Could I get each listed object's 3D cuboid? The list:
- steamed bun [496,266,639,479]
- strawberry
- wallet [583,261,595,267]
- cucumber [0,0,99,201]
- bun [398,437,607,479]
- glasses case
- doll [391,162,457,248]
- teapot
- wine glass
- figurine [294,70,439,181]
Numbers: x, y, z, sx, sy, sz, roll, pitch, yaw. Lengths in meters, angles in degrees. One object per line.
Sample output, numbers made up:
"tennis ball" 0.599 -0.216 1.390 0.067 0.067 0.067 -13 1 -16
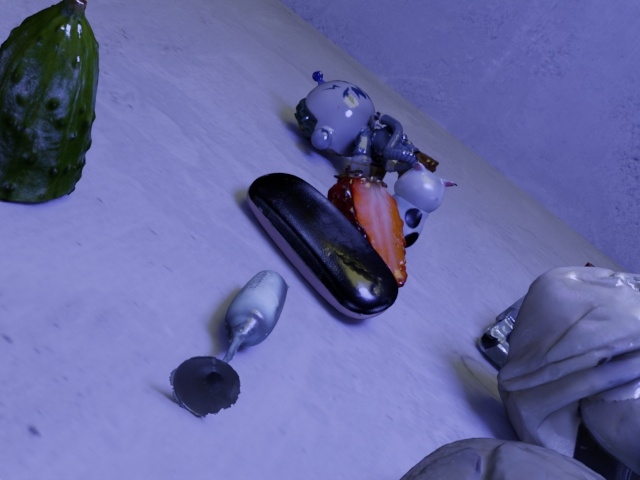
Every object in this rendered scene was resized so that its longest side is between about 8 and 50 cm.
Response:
"steamed bun" 0.455 0.227 0.927 0.394 0.346 0.237 50 12 -26
"strawberry" 0.070 -0.006 1.130 0.190 0.111 0.237 26 47 -48
"wallet" 0.550 0.166 1.336 0.045 0.204 0.142 9 35 -43
"cucumber" -0.308 -0.164 0.700 0.134 0.244 0.134 26 31 -17
"bun" 0.222 0.323 0.562 0.365 0.219 0.365 32 20 -13
"glasses case" 0.000 0.000 1.013 0.122 0.075 0.314 -18 56 -42
"doll" 0.184 -0.070 1.312 0.110 0.181 0.107 26 12 -21
"teapot" 0.427 0.185 1.186 0.178 0.163 0.221 53 26 17
"wine glass" -0.089 0.100 0.731 0.074 0.074 0.262 36 21 -3
"figurine" 0.093 -0.243 1.495 0.382 0.186 0.261 42 18 23
